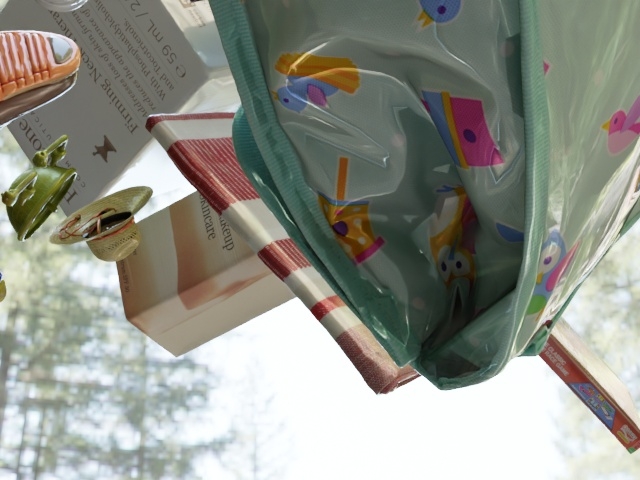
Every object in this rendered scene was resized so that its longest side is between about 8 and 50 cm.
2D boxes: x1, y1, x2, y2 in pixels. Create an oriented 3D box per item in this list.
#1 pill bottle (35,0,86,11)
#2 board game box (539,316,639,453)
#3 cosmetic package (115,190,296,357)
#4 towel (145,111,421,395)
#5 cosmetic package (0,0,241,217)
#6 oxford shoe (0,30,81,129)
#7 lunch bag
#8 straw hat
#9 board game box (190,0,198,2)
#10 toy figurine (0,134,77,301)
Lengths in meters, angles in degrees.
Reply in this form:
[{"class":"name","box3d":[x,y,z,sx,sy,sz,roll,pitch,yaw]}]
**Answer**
[{"class":"pill bottle","box3d":[-0.239,-0.271,1.113,0.087,0.087,0.160,4,-16,-7]},{"class":"board game box","box3d":[0.243,0.096,1.329,0.027,0.145,0.281,-41,-82,16]},{"class":"cosmetic package","box3d":[-0.111,0.011,1.617,0.296,0.153,0.129,-28,-39,13]},{"class":"towel","box3d":[0.000,0.000,1.162,0.037,0.329,0.237,-50,-17,23]},{"class":"cosmetic package","box3d":[-0.266,-0.291,1.920,0.393,0.329,0.327,-41,-10,37]},{"class":"oxford shoe","box3d":[-0.430,-0.127,1.384,0.363,0.130,0.133,-20,-47,-1]},{"class":"lunch bag","box3d":[0.072,-0.105,0.460,0.160,0.223,0.262,5,-58,38]},{"class":"straw hat","box3d":[-0.262,-0.008,1.545,0.144,0.144,0.061,-16,-66,20]},{"class":"board game box","box3d":[-0.015,-0.399,1.663,0.208,0.056,0.347,-18,6,31]},{"class":"toy figurine","box3d":[-0.506,-0.024,1.602,0.217,0.362,0.191,28,-26,9]}]
